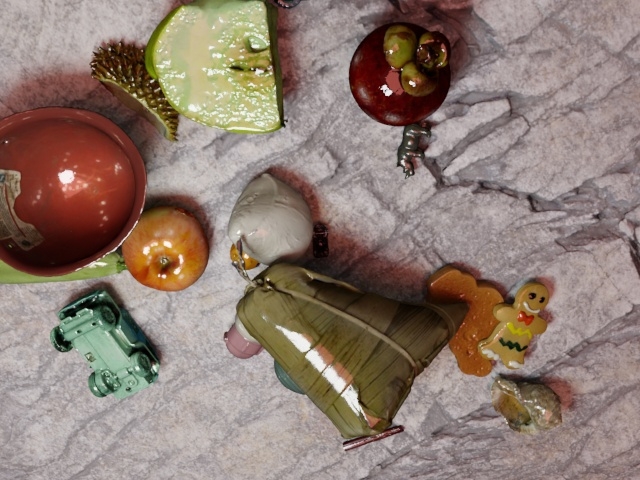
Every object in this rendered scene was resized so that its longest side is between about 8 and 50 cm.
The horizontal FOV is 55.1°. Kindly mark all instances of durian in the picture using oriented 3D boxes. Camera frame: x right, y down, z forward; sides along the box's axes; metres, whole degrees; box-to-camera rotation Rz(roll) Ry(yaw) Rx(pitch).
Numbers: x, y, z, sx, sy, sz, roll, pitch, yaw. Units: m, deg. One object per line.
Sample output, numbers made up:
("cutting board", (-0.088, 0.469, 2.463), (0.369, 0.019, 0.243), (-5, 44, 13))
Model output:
("durian", (-0.394, -0.321, 1.333), (0.252, 0.144, 0.139), (32, 129, -18))

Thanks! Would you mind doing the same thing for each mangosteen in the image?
("mangosteen", (0.169, -0.348, 1.247), (0.215, 0.257, 0.215), (1, 85, -7))

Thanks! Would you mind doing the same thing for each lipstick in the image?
("lipstick", (0.148, 0.554, 1.725), (0.176, 0.027, 0.027), (-20, 111, 5))

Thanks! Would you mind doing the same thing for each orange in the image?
("orange", (-0.178, 0.030, 1.484), (0.083, 0.083, 0.084), (0, 112, -1))

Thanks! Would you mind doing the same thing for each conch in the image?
("conch", (0.543, 0.441, 1.632), (0.207, 0.130, 0.155), (28, 96, 3))

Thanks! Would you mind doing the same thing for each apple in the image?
("apple", (-0.359, 0.019, 1.430), (0.209, 0.164, 0.210), (-1, 113, -3))

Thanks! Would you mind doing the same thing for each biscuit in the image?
("biscuit", (0.502, 0.215, 1.554), (0.158, 0.035, 0.240), (18, 106, -16))
("biscuit", (0.386, 0.203, 1.577), (0.202, 0.047, 0.334), (-36, 111, 7))

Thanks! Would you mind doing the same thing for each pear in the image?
("pear", (-0.217, -0.362, 1.276), (0.281, 0.176, 0.287), (-6, 107, 0))

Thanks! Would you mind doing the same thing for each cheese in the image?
("cheese", (-0.105, -0.037, 1.405), (0.154, 0.198, 0.189), (-18, 127, 38))

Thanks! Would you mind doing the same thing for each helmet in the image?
("helmet", (-0.531, -0.111, 1.338), (0.384, 0.230, 0.338), (-23, 93, 4))

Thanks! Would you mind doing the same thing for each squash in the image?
("squash", (-0.635, 0.043, 1.460), (0.370, 0.118, 0.118), (-2, 112, 0))

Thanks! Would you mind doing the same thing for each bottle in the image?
("bottle", (-0.143, 0.187, 1.526), (0.120, 0.120, 0.253), (32, 109, -13))

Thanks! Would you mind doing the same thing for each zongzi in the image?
("zongzi", (0.059, 0.132, 1.419), (0.500, 0.467, 0.218), (46, 141, 3))

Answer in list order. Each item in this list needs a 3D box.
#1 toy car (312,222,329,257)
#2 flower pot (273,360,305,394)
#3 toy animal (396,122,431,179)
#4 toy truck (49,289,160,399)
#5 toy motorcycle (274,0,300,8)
("toy car", (0.000, 0.000, 1.503), (0.041, 0.025, 0.093), (-3, 115, -2))
("flower pot", (-0.005, 0.284, 1.545), (0.243, 0.157, 0.189), (-40, 106, 6))
("toy animal", (0.210, -0.207, 1.416), (0.065, 0.047, 0.136), (12, 112, 0))
("toy truck", (-0.527, 0.260, 1.526), (0.155, 0.156, 0.279), (-27, 109, 9))
("toy motorcycle", (-0.001, -0.551, 1.262), (0.213, 0.082, 0.122), (-11, 111, -9))
